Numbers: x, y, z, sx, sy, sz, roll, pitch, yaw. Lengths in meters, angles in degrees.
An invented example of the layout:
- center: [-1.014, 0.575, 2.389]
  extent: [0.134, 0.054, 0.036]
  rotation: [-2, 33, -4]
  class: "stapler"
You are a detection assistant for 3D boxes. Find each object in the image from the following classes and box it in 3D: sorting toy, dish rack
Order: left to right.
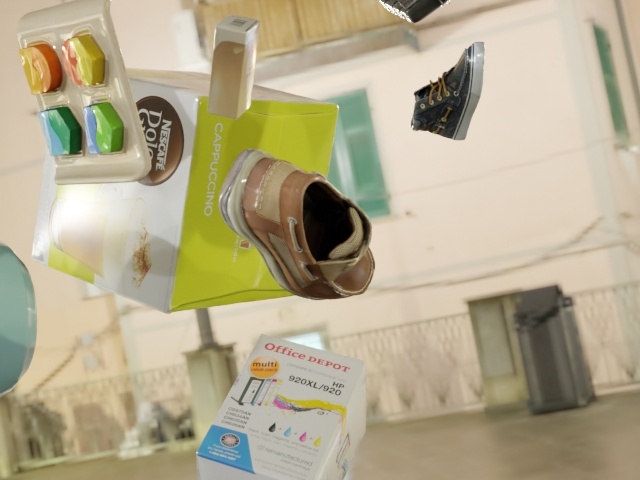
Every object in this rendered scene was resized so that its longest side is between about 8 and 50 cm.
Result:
- center: [-0.279, -0.166, 1.307]
  extent: [0.038, 0.208, 0.193]
  rotation: [-20, 14, -41]
  class: "sorting toy"
- center: [0.065, -0.443, 1.714]
  extent: [0.074, 0.271, 0.208]
  rotation: [-42, 20, 4]
  class: "dish rack"

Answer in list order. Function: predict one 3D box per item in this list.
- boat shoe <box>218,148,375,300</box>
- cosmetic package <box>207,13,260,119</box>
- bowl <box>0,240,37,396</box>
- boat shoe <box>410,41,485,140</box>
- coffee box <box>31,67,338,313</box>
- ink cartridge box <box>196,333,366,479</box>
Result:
- center: [0.000, 0.000, 1.366]
  extent: [0.116, 0.123, 0.324]
  rotation: [12, -13, 30]
  class: "boat shoe"
- center: [-0.107, -0.214, 1.410]
  extent: [0.041, 0.115, 0.060]
  rotation: [14, 31, 10]
  class: "cosmetic package"
- center: [-0.512, 0.115, 1.636]
  extent: [0.163, 0.311, 0.312]
  rotation: [1, -9, -34]
  class: "bowl"
- center: [0.174, -0.204, 1.575]
  extent: [0.083, 0.065, 0.183]
  rotation: [7, -35, -1]
  class: "boat shoe"
- center: [-0.220, -0.096, 1.885]
  extent: [0.334, 0.337, 0.338]
  rotation: [18, 13, 36]
  class: "coffee box"
- center: [-0.050, 0.285, 1.639]
  extent: [0.171, 0.168, 0.232]
  rotation: [15, 46, 15]
  class: "ink cartridge box"
